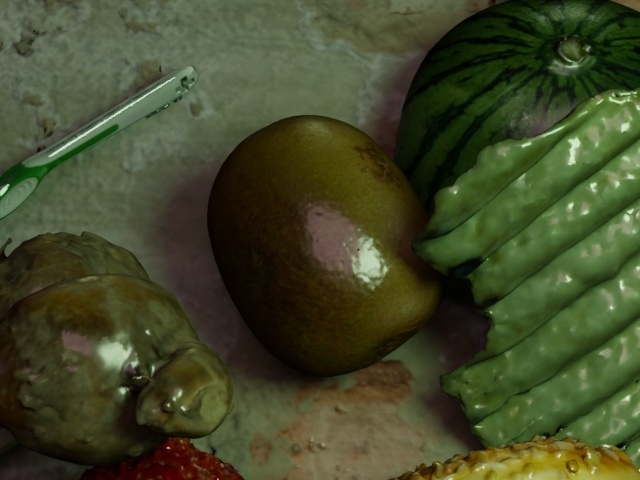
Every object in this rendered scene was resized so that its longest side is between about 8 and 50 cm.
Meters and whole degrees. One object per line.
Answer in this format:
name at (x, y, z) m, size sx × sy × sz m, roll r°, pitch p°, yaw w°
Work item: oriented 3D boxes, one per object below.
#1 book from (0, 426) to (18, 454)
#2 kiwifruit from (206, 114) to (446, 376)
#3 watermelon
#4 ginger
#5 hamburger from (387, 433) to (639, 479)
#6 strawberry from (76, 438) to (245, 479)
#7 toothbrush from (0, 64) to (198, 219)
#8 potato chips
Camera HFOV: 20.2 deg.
book at (-0.355, 0.109, 1.609) m, size 0.162 × 0.022 × 0.232 m, roll -34°, pitch 68°, yaw -33°
kiwifruit at (0.000, 0.000, 1.580) m, size 0.196 × 0.196 × 0.234 m, roll -23°, pitch 72°, yaw -8°
watermelon at (0.224, -0.094, 1.627) m, size 0.331 × 0.189 × 0.330 m, roll -3°, pitch 68°, yaw 7°
ginger at (-0.212, 0.092, 1.480) m, size 0.256 × 0.375 × 0.176 m, roll 2°, pitch 101°, yaw -36°
hamburger at (0.130, 0.299, 1.372) m, size 0.330 × 0.330 × 0.250 m, roll -18°, pitch 71°, yaw -6°
strawberry at (-0.133, 0.249, 1.494) m, size 0.187 × 0.184 × 0.201 m, roll 7°, pitch 37°, yaw 10°
toothbrush at (-0.278, -0.050, 1.669) m, size 0.418 × 0.042 × 0.040 m, roll -33°, pitch 61°, yaw -20°
potato chips at (0.282, 0.025, 1.520) m, size 0.389 × 0.373 × 0.097 m, roll -21°, pitch 30°, yaw -9°
